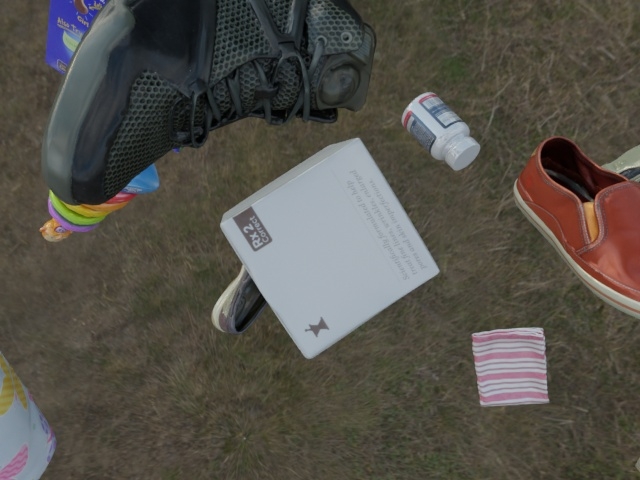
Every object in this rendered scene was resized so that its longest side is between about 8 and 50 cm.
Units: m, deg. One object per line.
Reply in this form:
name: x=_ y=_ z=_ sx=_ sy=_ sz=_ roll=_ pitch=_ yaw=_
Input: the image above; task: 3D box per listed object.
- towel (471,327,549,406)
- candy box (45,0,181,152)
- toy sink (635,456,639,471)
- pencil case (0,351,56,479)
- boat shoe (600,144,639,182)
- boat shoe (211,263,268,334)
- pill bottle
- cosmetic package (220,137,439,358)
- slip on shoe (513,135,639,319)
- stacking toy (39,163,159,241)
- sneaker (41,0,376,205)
towel: x=0.391 y=0.265 z=1.436 sx=0.144 sy=0.029 sz=0.197 roll=-6 pitch=117 yaw=13
candy box: x=-0.252 y=-0.329 z=1.031 sx=0.268 sy=0.317 sz=0.122 roll=35 pitch=50 yaw=1
toy sink: x=0.587 y=0.367 z=0.978 sx=0.153 sy=0.131 sz=0.234 roll=-33 pitch=59 yaw=2
pencil case: x=-0.347 y=0.153 z=0.650 sx=0.124 sy=0.273 sz=0.113 roll=-19 pitch=53 yaw=-12
boat shoe: x=0.482 y=-0.108 z=1.091 sx=0.043 sy=0.137 sz=0.049 roll=46 pitch=29 yaw=-28
boat shoe: x=-0.125 y=0.081 z=1.511 sx=0.103 sy=0.092 sz=0.285 roll=43 pitch=75 yaw=-38
pill bottle: x=0.284 y=-0.251 z=1.637 sx=0.108 sy=0.108 sz=0.180 roll=-31 pitch=63 yaw=-13
cosmetic package: x=0.000 y=0.000 z=0.714 sx=0.151 sy=0.184 sz=0.151 roll=-33 pitch=99 yaw=-3
slip on shoe: x=0.344 y=-0.014 z=0.813 sx=0.123 sy=0.101 sz=0.331 roll=-12 pitch=40 yaw=-18
stacking toy: x=-0.459 y=-0.083 z=1.338 sx=0.175 sy=0.302 sz=0.165 roll=3 pitch=54 yaw=-47
sneaker: x=-0.047 y=-0.093 z=0.392 sx=0.130 sy=0.087 sz=0.227 roll=28 pitch=54 yaw=5
